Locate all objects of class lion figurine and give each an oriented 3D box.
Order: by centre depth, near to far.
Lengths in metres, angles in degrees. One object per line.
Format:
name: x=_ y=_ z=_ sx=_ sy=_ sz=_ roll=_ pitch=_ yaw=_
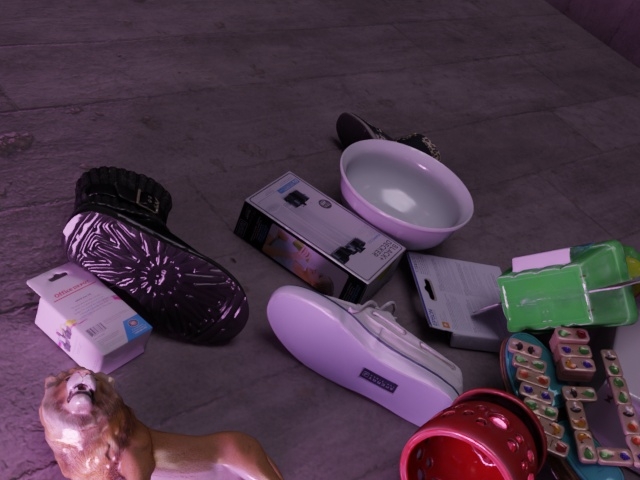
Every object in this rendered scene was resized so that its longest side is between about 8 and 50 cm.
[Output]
lion figurine: x=-0.192 y=0.306 z=1.213 sx=0.392 sy=0.142 sz=0.240 roll=22 pitch=26 yaw=-28

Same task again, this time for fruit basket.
fruit basket: x=0.512 y=0.067 z=1.688 sx=0.353 sy=0.327 sz=0.166 roll=-20 pitch=94 yaw=-40

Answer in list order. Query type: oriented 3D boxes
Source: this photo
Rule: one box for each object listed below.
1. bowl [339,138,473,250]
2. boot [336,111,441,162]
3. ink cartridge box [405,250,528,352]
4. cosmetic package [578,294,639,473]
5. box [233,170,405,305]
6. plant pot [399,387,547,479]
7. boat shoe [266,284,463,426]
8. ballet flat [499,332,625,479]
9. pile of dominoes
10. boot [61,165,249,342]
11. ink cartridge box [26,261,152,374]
bowl: x=0.159 y=-0.071 z=1.860 sx=0.297 sy=0.134 sz=0.298 roll=15 pitch=36 yaw=-12
boot: x=0.163 y=-0.225 z=2.100 sx=0.236 sy=0.085 sz=0.178 roll=44 pitch=38 yaw=15
ink cartridge box: x=0.281 y=0.122 z=1.759 sx=0.223 sy=0.045 sz=0.223 roll=11 pitch=38 yaw=-18
cosmetic package: x=0.613 y=0.255 z=1.689 sx=0.197 sy=0.155 sz=0.365 roll=30 pitch=37 yaw=8
box: x=0.000 y=0.000 z=1.719 sx=0.290 sy=0.087 sz=0.169 roll=35 pitch=38 yaw=14
plant pot: x=0.241 y=0.333 z=1.354 sx=0.191 sy=0.191 sz=0.174 roll=38 pitch=34 yaw=18
boat shoe: x=0.089 y=0.165 z=1.523 sx=0.367 sy=0.136 sz=0.156 roll=29 pitch=36 yaw=2
ballet flat: x=0.395 y=0.318 z=1.511 sx=0.116 sy=0.124 sz=0.342 roll=-16 pitch=49 yaw=-17
pile of dominoes: x=0.425 y=0.251 z=1.466 sx=0.195 sy=0.040 sz=0.251 roll=4 pitch=43 yaw=-6
boot: x=-0.272 y=0.012 z=1.519 sx=0.348 sy=0.131 sz=0.260 roll=37 pitch=11 yaw=-17
ink cartridge box: x=-0.365 y=0.120 z=1.382 sx=0.181 sy=0.062 sz=0.104 roll=39 pitch=38 yaw=18
